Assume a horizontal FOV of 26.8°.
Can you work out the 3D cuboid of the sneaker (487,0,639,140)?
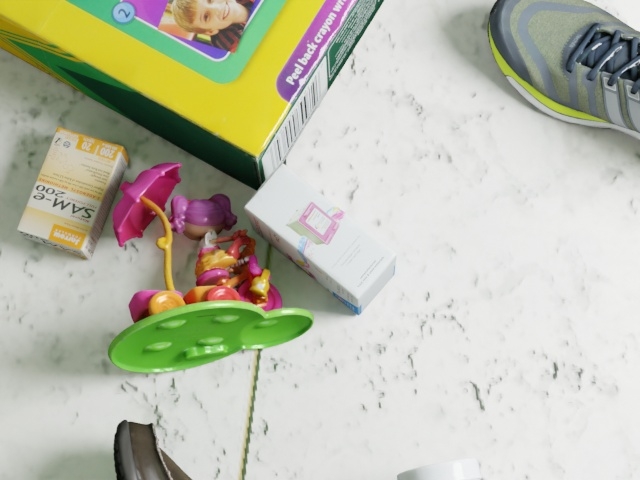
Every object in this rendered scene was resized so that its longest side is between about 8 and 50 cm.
[{"bbox_3d":[0.281,-0.137,1.131,0.300,0.121,0.111,28,77,7],"label":"sneaker"}]

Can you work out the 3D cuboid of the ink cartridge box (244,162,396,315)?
[{"bbox_3d":[0.000,0.000,1.113,0.122,0.088,0.052,40,82,10],"label":"ink cartridge box"}]

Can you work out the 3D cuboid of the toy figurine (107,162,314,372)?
[{"bbox_3d":[-0.104,0.010,1.110,0.173,0.130,0.159,-5,65,-24],"label":"toy figurine"}]

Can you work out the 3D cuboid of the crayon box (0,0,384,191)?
[{"bbox_3d":[-0.094,-0.276,1.176,0.313,0.106,0.363,29,77,8],"label":"crayon box"}]

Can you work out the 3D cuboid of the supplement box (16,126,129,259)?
[{"bbox_3d":[-0.211,-0.040,1.150,0.062,0.036,0.098,17,77,5],"label":"supplement box"}]

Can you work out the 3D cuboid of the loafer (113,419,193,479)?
[{"bbox_3d":[-0.098,0.236,1.066,0.078,0.080,0.220,-24,82,-16],"label":"loafer"}]

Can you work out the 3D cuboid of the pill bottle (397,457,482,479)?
[{"bbox_3d":[0.108,0.255,1.048,0.087,0.087,0.160,-11,76,-3],"label":"pill bottle"}]
